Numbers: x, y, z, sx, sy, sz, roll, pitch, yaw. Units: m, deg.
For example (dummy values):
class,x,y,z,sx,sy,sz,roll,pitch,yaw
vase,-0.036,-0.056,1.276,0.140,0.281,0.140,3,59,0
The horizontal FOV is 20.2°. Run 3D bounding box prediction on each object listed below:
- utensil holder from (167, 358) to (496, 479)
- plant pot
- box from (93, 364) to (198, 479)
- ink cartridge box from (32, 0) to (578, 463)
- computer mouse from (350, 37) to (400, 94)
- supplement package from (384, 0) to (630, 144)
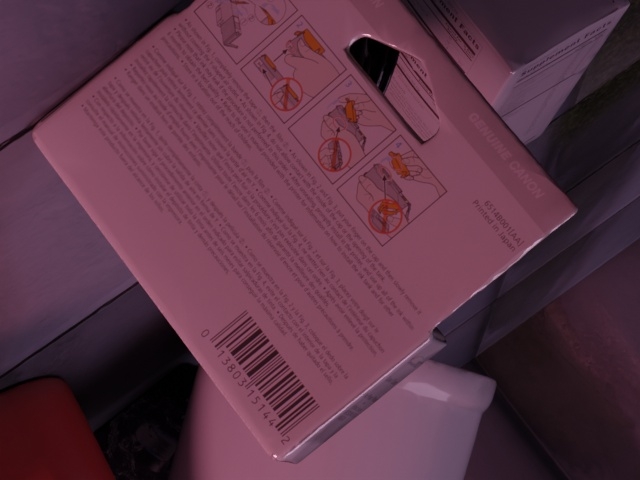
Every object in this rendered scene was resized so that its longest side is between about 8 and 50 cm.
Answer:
class,x,y,z,sx,sy,sz,roll,pitch,yaw
utensil holder,-0.014,0.293,1.959,0.327,0.328,0.385,40,65,-77
plant pot,-0.304,0.314,1.823,0.275,0.243,0.275,-34,167,-9
box,-0.170,0.259,2.173,0.158,0.156,0.093,-38,166,5
ink cartridge box,-0.012,-0.041,1.231,0.261,0.296,0.066,-39,165,5
computer mouse,-0.004,-0.129,1.356,0.262,0.060,0.184,-103,-148,-64
supplement package,0.143,-0.167,1.568,0.139,0.134,0.244,-31,166,-23
